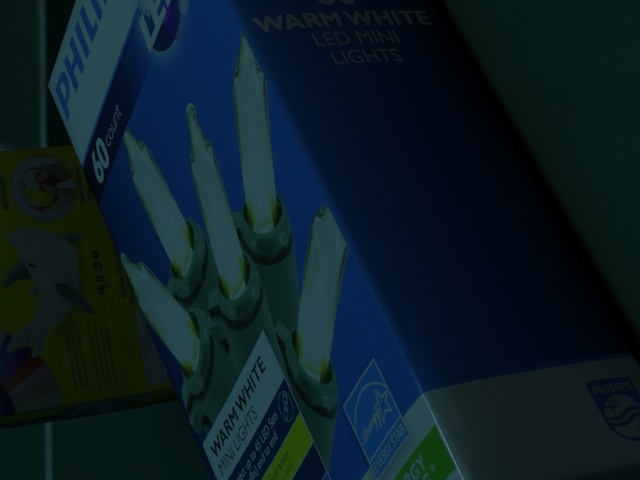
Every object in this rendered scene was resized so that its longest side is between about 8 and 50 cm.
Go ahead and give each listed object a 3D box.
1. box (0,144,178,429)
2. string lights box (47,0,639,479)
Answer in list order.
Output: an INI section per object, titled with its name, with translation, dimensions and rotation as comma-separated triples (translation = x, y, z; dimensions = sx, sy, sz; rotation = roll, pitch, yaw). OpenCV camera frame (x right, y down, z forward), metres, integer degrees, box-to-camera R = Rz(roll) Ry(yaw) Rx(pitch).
[box]
translation = -0.125, 0.020, 0.686
dimensions = 0.043, 0.179, 0.105
rotation = -26, 73, 58
[string lights box]
translation = 0.000, 0.000, 0.572
dimensions = 0.260, 0.076, 0.133
rotation = 64, 145, 30
